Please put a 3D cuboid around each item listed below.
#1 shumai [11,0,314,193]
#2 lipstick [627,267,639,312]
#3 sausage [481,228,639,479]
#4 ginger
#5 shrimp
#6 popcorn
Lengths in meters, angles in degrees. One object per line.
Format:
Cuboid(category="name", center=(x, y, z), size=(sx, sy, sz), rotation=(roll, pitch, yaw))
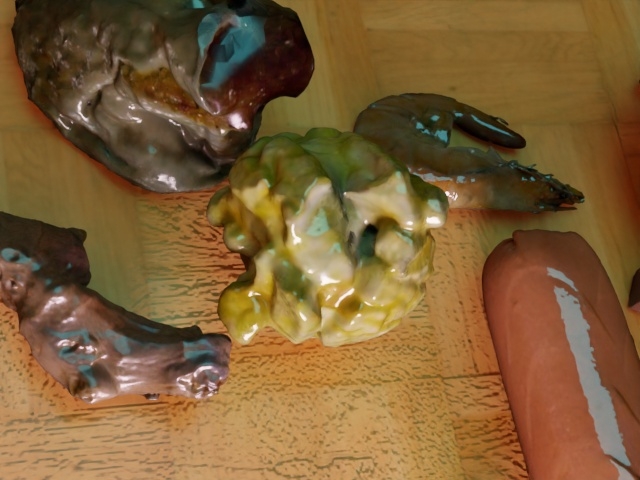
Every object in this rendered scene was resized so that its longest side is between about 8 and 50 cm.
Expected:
Cuboid(category="shumai", center=(-0.128, -0.190, 1.136), size=(0.272, 0.203, 0.222), rotation=(45, 59, 9))
Cuboid(category="lipstick", center=(0.366, 0.067, 1.278), size=(0.145, 0.045, 0.045), rotation=(24, 63, -9))
Cuboid(category="sausage", center=(0.219, 0.132, 1.153), size=(0.121, 0.121, 0.304), rotation=(-7, 69, -22))
Cuboid(category="ginger", center=(-0.205, 0.047, 1.077), size=(0.290, 0.084, 0.122), rotation=(33, 38, 2))
Cuboid(category="shrimp", center=(0.142, -0.079, 1.274), size=(0.236, 0.053, 0.133), rotation=(10, 43, -11))
Cuboid(category="popcorn", center=(0.001, 0.000, 1.104), size=(0.187, 0.167, 0.185), rotation=(12, 91, -13))
